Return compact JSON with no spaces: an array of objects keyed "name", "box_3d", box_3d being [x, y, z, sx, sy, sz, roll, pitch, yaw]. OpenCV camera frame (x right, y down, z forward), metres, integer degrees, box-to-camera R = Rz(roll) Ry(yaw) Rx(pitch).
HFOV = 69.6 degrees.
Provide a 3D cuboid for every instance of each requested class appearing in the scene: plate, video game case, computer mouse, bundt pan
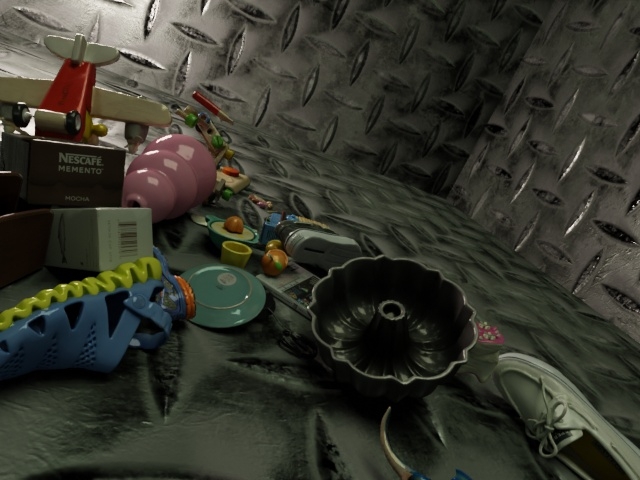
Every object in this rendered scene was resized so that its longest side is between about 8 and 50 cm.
[{"name":"plate","box_3d":[-0.202,0.099,0.923,0.188,0.024,0.188,9,34,-6]},{"name":"video game case","box_3d":[-0.049,0.119,1.147,0.173,0.022,0.190,30,19,17]},{"name":"computer mouse","box_3d":[-0.101,0.164,0.954,0.242,0.041,0.071,42,33,24]},{"name":"bundt pan","box_3d":[0.138,0.181,0.924,0.330,0.124,0.331,1,38,-1]}]

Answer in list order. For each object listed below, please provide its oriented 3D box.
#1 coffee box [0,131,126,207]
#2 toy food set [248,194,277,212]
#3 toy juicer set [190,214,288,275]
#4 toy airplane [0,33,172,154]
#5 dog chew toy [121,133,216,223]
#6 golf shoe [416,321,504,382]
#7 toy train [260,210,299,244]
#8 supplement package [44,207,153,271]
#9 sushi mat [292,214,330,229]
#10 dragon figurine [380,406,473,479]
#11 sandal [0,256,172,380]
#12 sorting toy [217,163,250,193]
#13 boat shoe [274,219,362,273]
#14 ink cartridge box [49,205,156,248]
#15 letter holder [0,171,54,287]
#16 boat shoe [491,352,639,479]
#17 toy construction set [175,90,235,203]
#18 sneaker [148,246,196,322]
[{"name":"coffee box","box_3d":[-0.544,-0.151,0.960,0.168,0.119,0.297,0,12,-44]},{"name":"toy food set","box_3d":[-0.207,-0.136,1.627,0.122,0.019,0.078,33,21,23]},{"name":"toy juicer set","box_3d":[-0.192,-0.014,1.188,0.209,0.090,0.329,8,19,-32]},{"name":"toy airplane","box_3d":[-0.672,-0.363,1.264,0.386,0.272,0.384,43,59,14]},{"name":"dog chew toy","box_3d":[-0.395,-0.148,1.173,0.206,0.207,0.332,23,27,-4]},{"name":"golf shoe","box_3d":[0.255,0.249,1.060,0.306,0.140,0.115,7,19,18]},{"name":"toy train","box_3d":[-0.122,-0.036,1.386,0.105,0.080,0.184,16,20,-8]},{"name":"supplement package","box_3d":[-0.396,-0.006,0.814,0.179,0.105,0.105,1,5,33]},{"name":"sushi mat","box_3d":[0.000,0.000,1.524,0.151,0.019,0.316,16,20,-21]},{"name":"dragon figurine","box_3d":[0.173,0.376,0.639,0.144,0.085,0.289,16,21,-24]},{"name":"sandal","box_3d":[-0.325,0.127,0.647,0.138,0.126,0.317,59,34,3]},{"name":"sorting toy","box_3d":[-0.387,-0.238,1.644,0.229,0.041,0.307,25,19,0]},{"name":"boat shoe","box_3d":[0.004,0.005,1.270,0.119,0.121,0.335,49,13,31]},{"name":"ink cartridge box","box_3d":[-0.466,-0.018,0.995,0.179,0.045,0.145,47,22,7]},{"name":"letter holder","box_3d":[-0.537,-0.030,0.641,0.152,0.215,0.302,25,19,1]},{"name":"boat shoe","box_3d":[0.496,0.393,0.956,0.367,0.136,0.156,46,30,26]},{"name":"toy construction set","box_3d":[-0.333,-0.260,1.404,0.237,0.309,0.257,36,46,-1]},{"name":"sneaker","box_3d":[-0.319,0.075,0.849,0.221,0.083,0.087,32,32,34]}]
